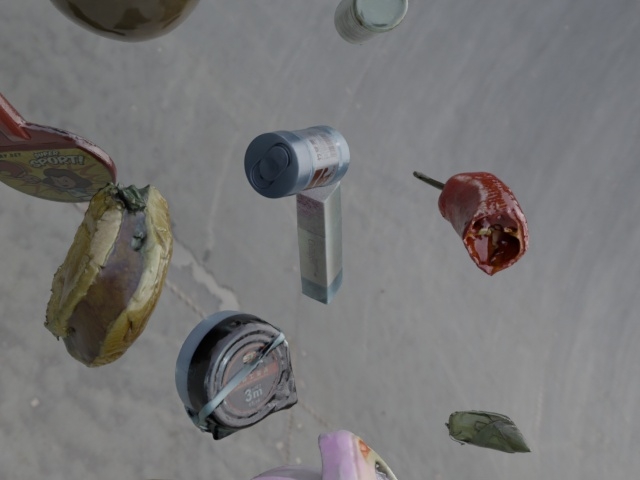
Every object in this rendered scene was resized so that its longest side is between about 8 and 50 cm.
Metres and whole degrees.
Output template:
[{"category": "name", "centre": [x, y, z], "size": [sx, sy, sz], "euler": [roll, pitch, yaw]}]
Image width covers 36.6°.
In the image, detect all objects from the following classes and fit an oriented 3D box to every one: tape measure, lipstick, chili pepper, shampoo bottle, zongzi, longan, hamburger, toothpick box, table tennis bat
[{"category": "tape measure", "centre": [-0.129, 0.195, 1.454], "size": [0.182, 0.107, 0.180], "euler": [-18, 113, -40]}, {"category": "lipstick", "centre": [0.000, 0.000, 1.876], "size": [0.068, 0.066, 0.317], "euler": [-52, 156, -32]}, {"category": "chili pepper", "centre": [0.294, -0.067, 1.822], "size": [0.134, 0.131, 0.338], "euler": [50, 9, -23]}, {"category": "shampoo bottle", "centre": [0.073, -0.366, 1.569], "size": [0.085, 0.085, 0.262], "euler": [56, -3, -9]}, {"category": "zongzi", "centre": [0.252, 0.294, 1.469], "size": [0.119, 0.109, 0.055], "euler": [-136, -127, -82]}, {"category": "longan", "centre": [-0.264, -0.401, 1.313], "size": [0.258, 0.258, 0.258], "euler": [46, 27, -31]}, {"category": "hamburger", "centre": [-0.313, 0.064, 1.428], "size": [0.133, 0.309, 0.211], "euler": [20, 40, -25]}, {"category": "toothpick box", "centre": [-0.034, -0.123, 1.493], "size": [0.153, 0.101, 0.101], "euler": [-18, 79, -56]}, {"category": "table tennis bat", "centre": [-0.425, -0.135, 1.453], "size": [0.310, 0.201, 0.038], "euler": [61, 28, -63]}]

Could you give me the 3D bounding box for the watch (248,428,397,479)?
[{"category": "watch", "centre": [0.002, 0.332, 0.947], "size": [0.248, 0.218, 0.211], "euler": [61, 9, 10]}]

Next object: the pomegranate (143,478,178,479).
[{"category": "pomegranate", "centre": [-0.237, 0.516, 1.392], "size": [0.332, 0.333, 0.332], "euler": [46, 27, -31]}]
